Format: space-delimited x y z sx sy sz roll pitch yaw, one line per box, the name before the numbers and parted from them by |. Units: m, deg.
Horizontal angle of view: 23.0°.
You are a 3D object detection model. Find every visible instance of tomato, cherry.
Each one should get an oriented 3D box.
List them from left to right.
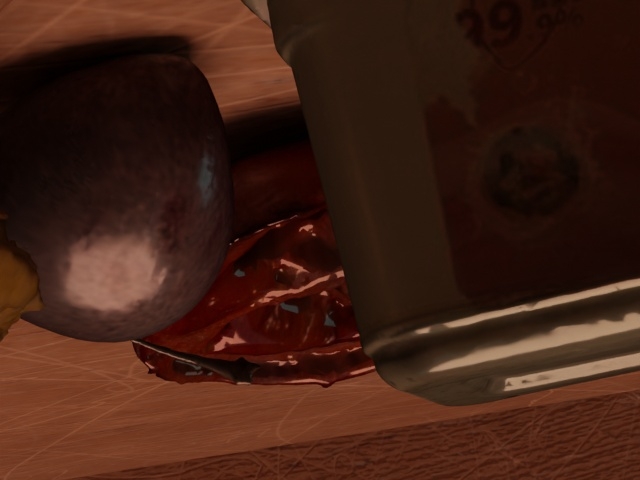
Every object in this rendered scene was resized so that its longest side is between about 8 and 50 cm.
cherry | -0.072 -0.009 0.727 0.188 0.148 0.115 23 -172 -21
tomato | 0.000 -0.002 0.895 0.228 0.101 0.228 -12 153 -6

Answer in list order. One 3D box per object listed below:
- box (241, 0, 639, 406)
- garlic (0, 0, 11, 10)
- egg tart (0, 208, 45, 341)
box | 0.141 -0.051 0.598 0.312 0.182 0.175 -14 166 14
garlic | -0.147 -0.098 0.385 0.124 0.099 0.174 -37 155 25
egg tart | -0.270 -0.008 0.549 0.352 0.150 0.352 -7 166 -2
